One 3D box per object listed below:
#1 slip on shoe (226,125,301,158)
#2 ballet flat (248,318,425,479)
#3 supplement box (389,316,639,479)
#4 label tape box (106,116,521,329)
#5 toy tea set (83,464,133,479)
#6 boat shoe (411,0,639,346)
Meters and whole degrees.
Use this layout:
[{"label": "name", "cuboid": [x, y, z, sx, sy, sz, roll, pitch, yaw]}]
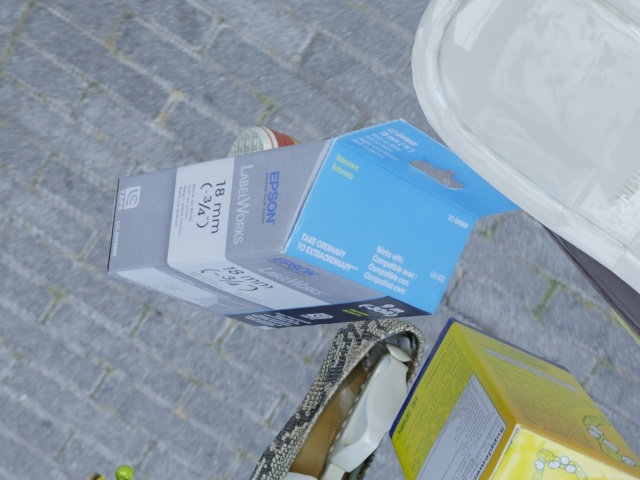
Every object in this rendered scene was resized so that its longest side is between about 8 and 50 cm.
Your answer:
[{"label": "slip on shoe", "cuboid": [-0.122, -0.034, 1.825, 0.331, 0.101, 0.123, -58, 48, 33]}, {"label": "ballet flat", "cuboid": [0.019, 0.310, 1.761, 0.164, 0.182, 0.482, 39, 65, -21]}, {"label": "supplement box", "cuboid": [0.235, 0.269, 1.488, 0.195, 0.356, 0.194, 24, 102, -12]}, {"label": "label tape box", "cuboid": [0.000, 0.000, 1.140, 0.334, 0.241, 0.106, -8, 69, 38]}, {"label": "toy tea set", "cuboid": [-0.191, 0.401, 1.216, 0.124, 0.336, 0.200, -1, 135, 7]}, {"label": "boat shoe", "cuboid": [0.170, 0.016, 0.454, 0.324, 0.097, 0.116, 45, 105, 13]}]
